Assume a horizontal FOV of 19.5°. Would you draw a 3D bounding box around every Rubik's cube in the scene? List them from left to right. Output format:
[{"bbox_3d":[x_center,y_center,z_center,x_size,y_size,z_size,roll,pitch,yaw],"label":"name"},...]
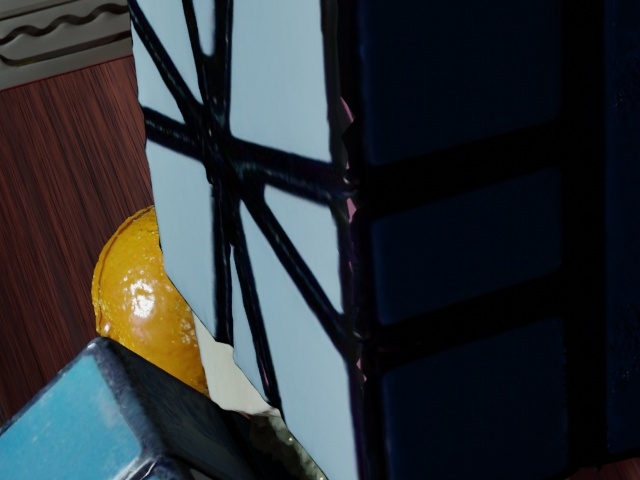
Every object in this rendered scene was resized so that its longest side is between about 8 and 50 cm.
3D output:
[{"bbox_3d":[-0.141,0.322,1.535,0.313,0.316,0.318,39,-168,-46],"label":"Rubik's cube"},{"bbox_3d":[0.080,-0.082,0.846,0.293,0.283,0.288,41,143,55],"label":"Rubik's cube"}]

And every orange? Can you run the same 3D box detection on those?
[{"bbox_3d":[-0.122,0.060,1.668,0.193,0.161,0.193,42,140,50],"label":"orange"}]

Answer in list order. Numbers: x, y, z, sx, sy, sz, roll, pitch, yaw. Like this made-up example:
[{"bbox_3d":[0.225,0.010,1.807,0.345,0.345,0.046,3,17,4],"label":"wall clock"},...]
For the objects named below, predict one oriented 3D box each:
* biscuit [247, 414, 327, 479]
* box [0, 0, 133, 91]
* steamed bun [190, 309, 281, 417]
[{"bbox_3d":[0.022,0.124,1.450,0.281,0.084,0.179,34,132,58],"label":"biscuit"},{"bbox_3d":[-0.253,-0.331,1.507,0.300,0.314,0.312,94,152,-50],"label":"box"},{"bbox_3d":[0.000,0.000,1.287,0.146,0.164,0.241,177,84,-68],"label":"steamed bun"}]
